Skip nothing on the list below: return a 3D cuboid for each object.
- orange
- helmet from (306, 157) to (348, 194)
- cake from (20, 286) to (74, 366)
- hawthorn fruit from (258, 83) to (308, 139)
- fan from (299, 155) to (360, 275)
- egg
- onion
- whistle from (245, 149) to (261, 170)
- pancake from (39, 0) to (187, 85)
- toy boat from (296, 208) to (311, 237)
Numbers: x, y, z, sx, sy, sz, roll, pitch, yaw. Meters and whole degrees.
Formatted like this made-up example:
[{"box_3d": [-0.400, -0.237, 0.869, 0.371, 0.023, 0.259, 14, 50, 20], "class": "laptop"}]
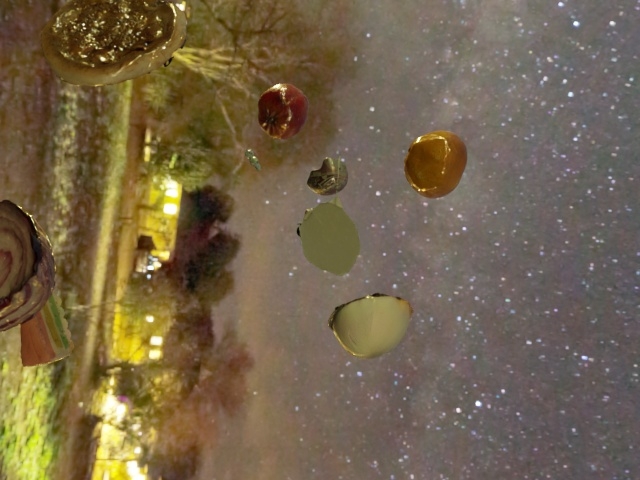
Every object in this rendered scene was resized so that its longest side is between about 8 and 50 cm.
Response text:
[{"box_3d": [0.262, -0.178, 1.224, 0.159, 0.136, 0.159, 23, 90, -86], "class": "orange"}, {"box_3d": [0.041, -0.239, 2.146, 0.177, 0.153, 0.107, -43, -119, 22], "class": "helmet"}, {"box_3d": [-0.702, 0.208, 1.366, 0.109, 0.090, 0.226, -15, 106, -76], "class": "cake"}, {"box_3d": [-0.119, -0.451, 1.825, 0.200, 0.179, 0.179, -53, 173, -42], "class": "hawthorn fruit"}, {"box_3d": [0.032, -0.069, 1.284, 0.010, 0.182, 0.311, -21, -126, 51], "class": "fan"}, {"box_3d": [0.180, 0.304, 1.743, 0.264, 0.286, 0.174, -43, -131, 36], "class": "egg"}, {"box_3d": [-0.674, 0.058, 1.132, 0.314, 0.146, 0.280, -37, -122, 12], "class": "onion"}, {"box_3d": [-0.257, -0.308, 2.029, 0.100, 0.035, 0.035, 56, -27, 7], "class": "whistle"}, {"box_3d": [-0.533, -0.543, 1.379, 0.071, 0.381, 0.383, 93, -7, -57], "class": "pancake"}, {"box_3d": [0.002, -0.003, 1.931, 0.269, 0.140, 0.141, 50, -47, 49], "class": "toy boat"}]
